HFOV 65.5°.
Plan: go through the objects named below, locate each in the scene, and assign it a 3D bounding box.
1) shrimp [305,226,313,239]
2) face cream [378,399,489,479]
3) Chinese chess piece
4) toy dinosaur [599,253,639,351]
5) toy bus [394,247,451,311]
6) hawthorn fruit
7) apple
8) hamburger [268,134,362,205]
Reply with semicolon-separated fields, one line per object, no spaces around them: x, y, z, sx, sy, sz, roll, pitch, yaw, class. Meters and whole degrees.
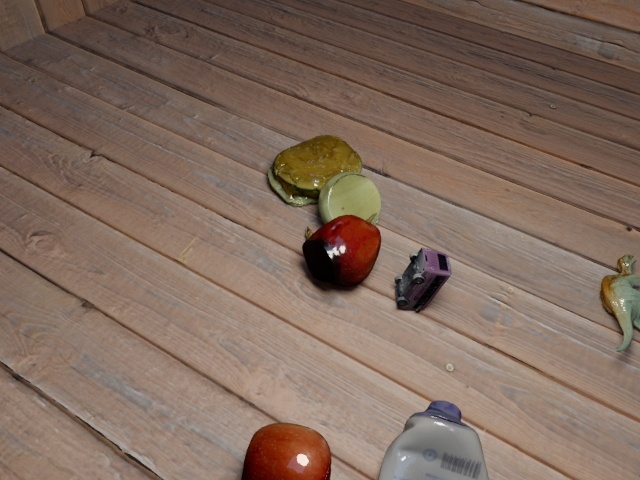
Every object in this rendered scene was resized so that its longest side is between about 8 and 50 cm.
0.000;0.000;1.453;0.083;0.023;0.114;-13;56;-20;shrimp
0.214;0.519;0.956;0.235;0.137;0.420;15;57;5;face cream
0.085;-0.106;1.460;0.189;0.083;0.188;0;89;-25;Chinese chess piece
0.829;0.186;1.318;0.206;0.092;0.393;37;56;25;toy dinosaur
0.260;0.106;1.282;0.099;0.178;0.086;11;47;-12;toy bus
0.070;0.012;1.335;0.190;0.189;0.251;27;60;18;hawthorn fruit
-0.063;0.438;0.945;0.169;0.180;0.180;14;48;5;apple
-0.015;-0.232;1.586;0.285;0.134;0.265;-28;58;-29;hamburger
